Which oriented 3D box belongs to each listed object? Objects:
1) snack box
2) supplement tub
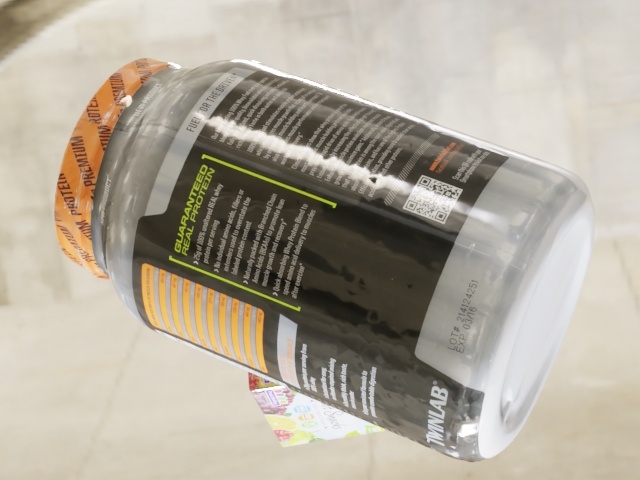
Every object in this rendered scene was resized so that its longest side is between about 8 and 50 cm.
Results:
[{"bbox_3d":[-0.002,0.139,1.373,0.141,0.100,0.037,67,-167,-60],"label":"snack box"},{"bbox_3d":[0.000,0.000,0.981,0.193,0.316,0.194,-53,-24,-37],"label":"supplement tub"}]
